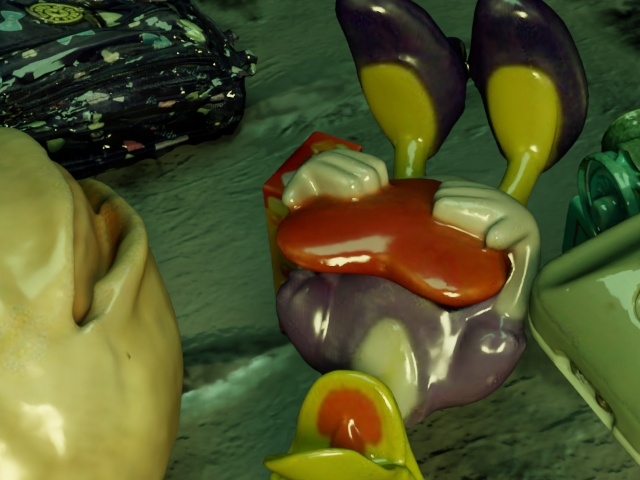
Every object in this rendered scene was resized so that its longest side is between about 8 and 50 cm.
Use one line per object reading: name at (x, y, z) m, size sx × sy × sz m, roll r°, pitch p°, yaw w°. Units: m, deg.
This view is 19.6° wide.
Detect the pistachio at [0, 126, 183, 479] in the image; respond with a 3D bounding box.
pistachio at (-0.179, 0.054, 1.050) m, size 0.193 × 0.214 × 0.318 m, roll 30°, pitch 17°, yaw -26°

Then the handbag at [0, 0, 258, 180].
handbag at (-0.177, -0.114, 1.312) m, size 0.260 × 0.113 × 0.162 m, roll -17°, pitch 46°, yaw -26°

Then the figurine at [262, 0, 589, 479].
figurine at (0.041, 0.047, 1.010) m, size 0.154 × 0.193 × 0.421 m, roll 10°, pitch 51°, yaw 15°

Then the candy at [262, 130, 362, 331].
candy at (0.000, 0.000, 1.137) m, size 0.038 × 0.122 × 0.062 m, roll 20°, pitch 46°, yaw 26°

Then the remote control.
remote control at (0.267, -0.008, 0.914) m, size 0.335 × 0.065 × 0.128 m, roll -27°, pitch 56°, yaw -17°

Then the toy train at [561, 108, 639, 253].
toy train at (0.217, 0.028, 1.030) m, size 0.112 × 0.163 × 0.203 m, roll -17°, pitch 54°, yaw -12°
